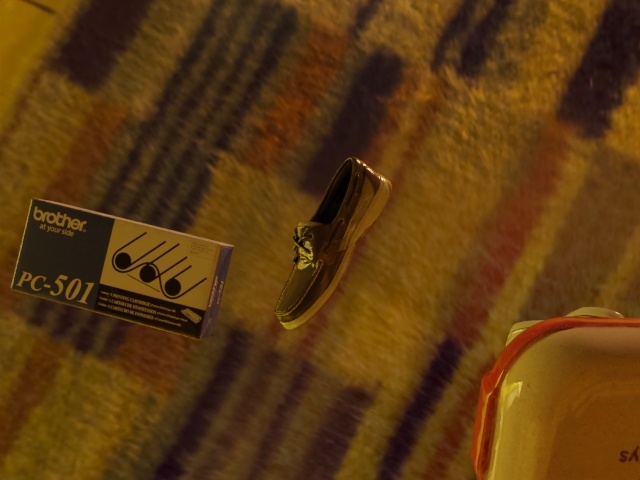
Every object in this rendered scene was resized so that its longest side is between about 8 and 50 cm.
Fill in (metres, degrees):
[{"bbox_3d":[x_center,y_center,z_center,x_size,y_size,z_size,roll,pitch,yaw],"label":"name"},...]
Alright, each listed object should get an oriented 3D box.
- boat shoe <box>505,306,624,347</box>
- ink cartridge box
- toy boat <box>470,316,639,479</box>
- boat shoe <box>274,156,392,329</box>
[{"bbox_3d":[0.179,0.076,0.932,0.100,0.035,0.035,-12,37,39],"label":"boat shoe"},{"bbox_3d":[-0.199,0.027,1.258,0.207,0.046,0.097,13,91,13],"label":"ink cartridge box"},{"bbox_3d":[0.202,0.111,0.837,0.231,0.151,0.151,2,107,-15],"label":"toy boat"},{"bbox_3d":[0.001,0.000,1.495,0.073,0.080,0.223,40,72,-25],"label":"boat shoe"}]
